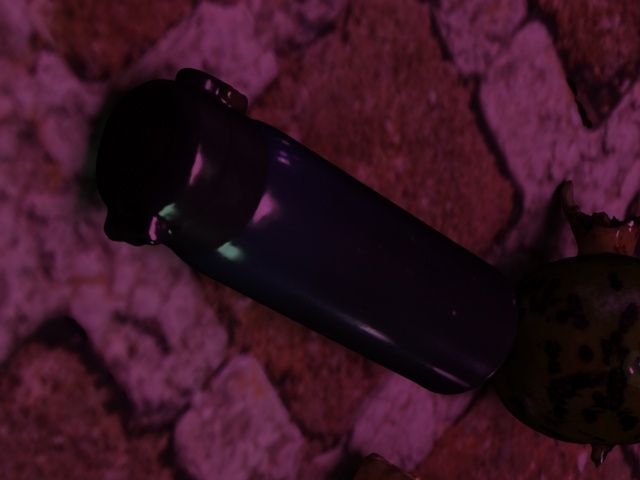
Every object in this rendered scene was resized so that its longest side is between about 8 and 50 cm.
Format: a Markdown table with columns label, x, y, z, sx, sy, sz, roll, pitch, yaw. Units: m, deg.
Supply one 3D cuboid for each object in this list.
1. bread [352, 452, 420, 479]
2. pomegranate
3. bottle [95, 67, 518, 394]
| label | x | y | z | sx | sy | sz | roll | pitch | yaw |
| --- | --- | --- | --- | --- | --- | --- | --- | --- | --- |
| bread | 0.099 | 0.205 | 0.933 | 0.178 | 0.141 | 0.266 | -33 | 139 | 17 |
| pomegranate | 0.150 | 0.040 | 0.937 | 0.122 | 0.122 | 0.161 | 27 | 60 | -46 |
| bottle | 0.000 | 0.000 | 0.795 | 0.244 | 0.072 | 0.082 | 28 | 77 | -46 |
